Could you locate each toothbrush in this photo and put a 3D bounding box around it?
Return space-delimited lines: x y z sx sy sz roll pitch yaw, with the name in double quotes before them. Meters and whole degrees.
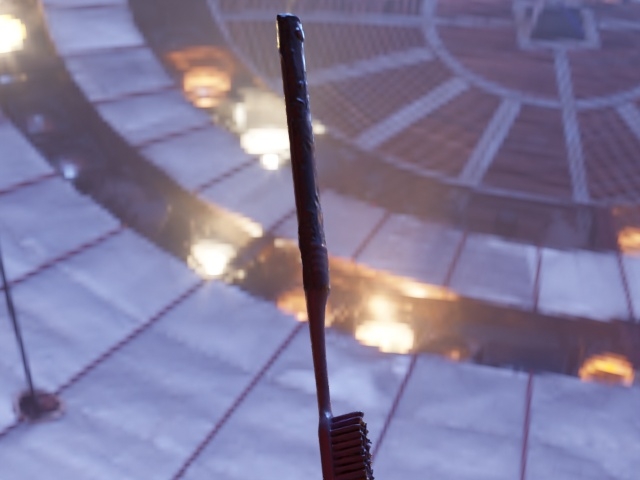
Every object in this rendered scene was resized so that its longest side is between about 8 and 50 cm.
"toothbrush" 0.000 0.000 0.514 0.014 0.011 0.167 -16 -119 17
